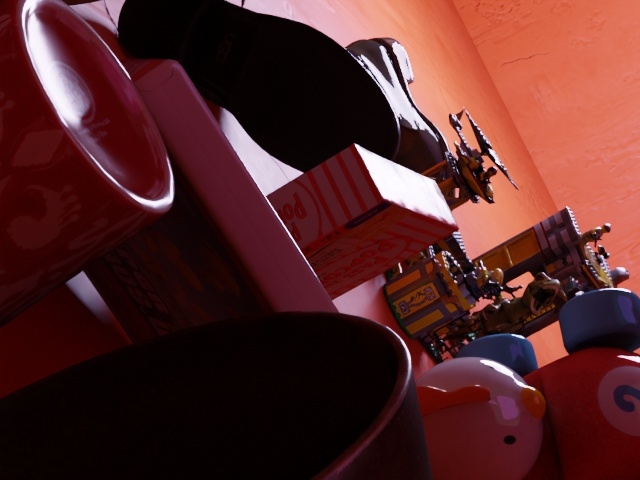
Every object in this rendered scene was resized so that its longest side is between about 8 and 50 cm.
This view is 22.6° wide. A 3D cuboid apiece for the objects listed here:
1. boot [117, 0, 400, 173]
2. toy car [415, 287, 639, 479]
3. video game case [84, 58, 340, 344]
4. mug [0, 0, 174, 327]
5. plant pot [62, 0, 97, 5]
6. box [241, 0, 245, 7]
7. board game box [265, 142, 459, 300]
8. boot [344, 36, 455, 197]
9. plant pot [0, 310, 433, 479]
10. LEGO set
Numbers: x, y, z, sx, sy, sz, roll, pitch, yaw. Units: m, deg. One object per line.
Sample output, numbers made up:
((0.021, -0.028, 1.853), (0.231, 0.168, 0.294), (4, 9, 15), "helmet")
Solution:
((-0.015, -0.111, 1.225), (0.263, 0.091, 0.229), (34, 5, 24), "boot")
((0.154, 0.147, 1.262), (0.238, 0.210, 0.219), (23, 49, -47), "toy car")
((-0.075, 0.003, 0.757), (0.204, 0.025, 0.285), (58, -19, -20), "video game case")
((-0.149, -0.020, 0.580), (0.113, 0.169, 0.150), (48, 19, -37), "mug")
((-0.168, -0.282, 0.974), (0.237, 0.237, 0.254), (15, 61, -70), "plant pot")
((-0.075, -0.322, 1.511), (0.036, 0.136, 0.225), (9, 29, -9), "box")
((0.000, 0.000, 1.086), (0.045, 0.147, 0.193), (64, 15, 13), "board game box")
((0.069, -0.118, 1.741), (0.106, 0.082, 0.219), (-8, 72, -51), "boot")
((-0.038, 0.175, 0.575), (0.215, 0.215, 0.230), (-72, 145, -71), "plant pot")
((0.202, 0.042, 1.587), (0.331, 0.192, 0.255), (52, 17, -28), "LEGO set")
